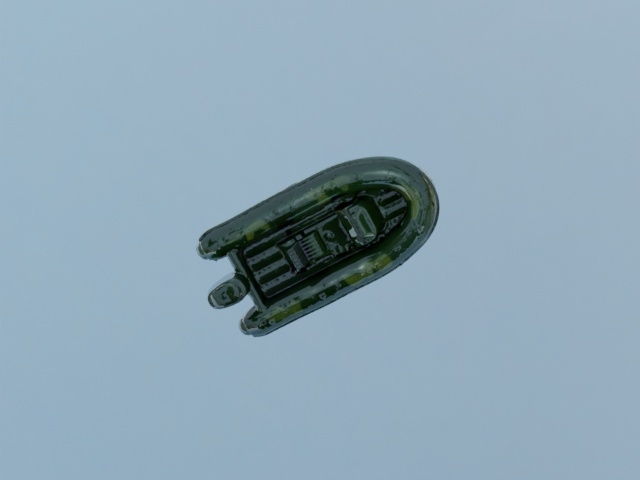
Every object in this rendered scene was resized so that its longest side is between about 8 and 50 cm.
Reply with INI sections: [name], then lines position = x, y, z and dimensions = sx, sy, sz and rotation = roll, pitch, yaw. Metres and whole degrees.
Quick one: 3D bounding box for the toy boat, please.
[toy boat]
position = 0.000, 0.000, 1.530
dimensions = 0.210, 0.104, 0.052
rotation = -26, -172, 9
